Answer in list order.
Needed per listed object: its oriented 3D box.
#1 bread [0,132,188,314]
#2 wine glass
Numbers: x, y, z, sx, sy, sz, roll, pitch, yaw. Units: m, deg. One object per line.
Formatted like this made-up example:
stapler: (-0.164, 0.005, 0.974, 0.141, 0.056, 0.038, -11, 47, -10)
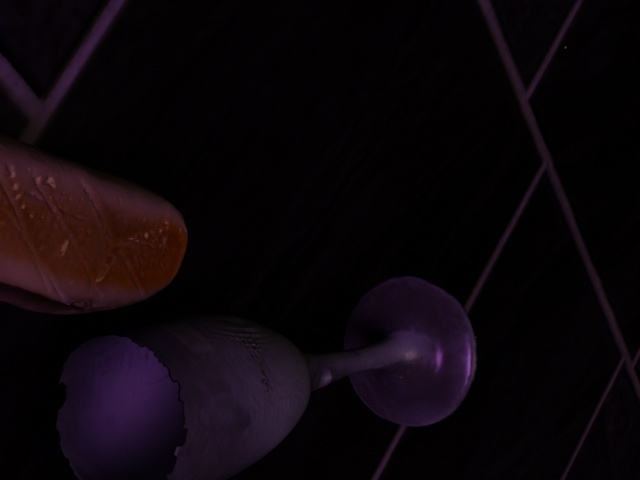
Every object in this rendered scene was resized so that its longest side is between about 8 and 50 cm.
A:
bread: (-0.137, -0.008, 0.801, 0.214, 0.053, 0.073, 18, 88, -59)
wine glass: (0.000, 0.000, 0.996, 0.309, 0.096, 0.264, -5, 114, -58)
